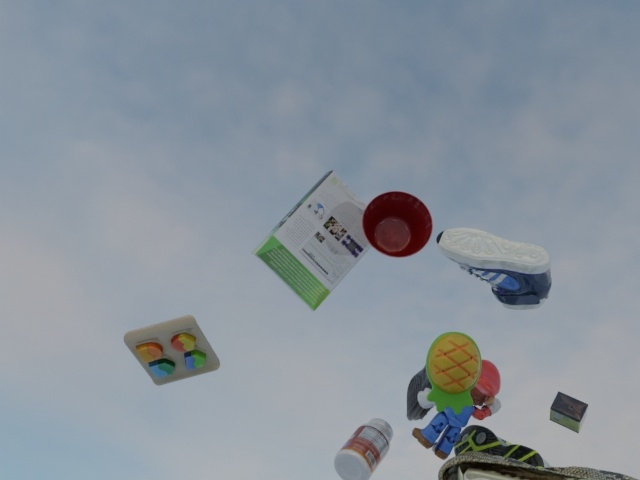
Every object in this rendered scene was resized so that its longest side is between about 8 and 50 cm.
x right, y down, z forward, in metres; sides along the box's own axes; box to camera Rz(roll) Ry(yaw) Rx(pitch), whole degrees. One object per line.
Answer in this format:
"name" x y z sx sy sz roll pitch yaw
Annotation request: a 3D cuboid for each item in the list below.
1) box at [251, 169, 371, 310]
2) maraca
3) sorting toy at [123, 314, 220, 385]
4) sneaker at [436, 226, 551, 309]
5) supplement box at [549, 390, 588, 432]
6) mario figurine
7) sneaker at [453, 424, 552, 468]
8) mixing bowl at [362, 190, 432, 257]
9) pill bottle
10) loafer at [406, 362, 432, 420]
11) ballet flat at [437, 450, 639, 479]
"box" 0.000 0.000 1.877 0.232 0.322 0.058 46 -15 -13
"maraca" 0.302 0.301 1.557 0.127 0.185 0.099 7 -5 2
"sorting toy" -0.384 0.295 1.779 0.193 0.038 0.208 -16 -50 3
"sneaker" 0.482 0.103 1.924 0.323 0.130 0.236 12 -44 22
"supplement box" 0.666 0.462 1.834 0.083 0.056 0.083 23 -27 30
"mario figurine" 0.417 0.493 2.064 0.320 0.170 0.198 -51 -42 -2
"sneaker" 0.558 0.685 2.097 0.147 0.145 0.385 42 -13 -23
"mixing bowl" 0.193 -0.028 1.779 0.182 0.181 0.098 9 -19 0
"pill bottle" 0.140 0.643 2.105 0.121 0.216 0.121 11 -66 27
"loafer" 0.380 0.477 2.215 0.130 0.133 0.365 16 -47 -7
"ballet flat" 0.470 0.551 1.446 0.483 0.163 0.182 1 -11 36
